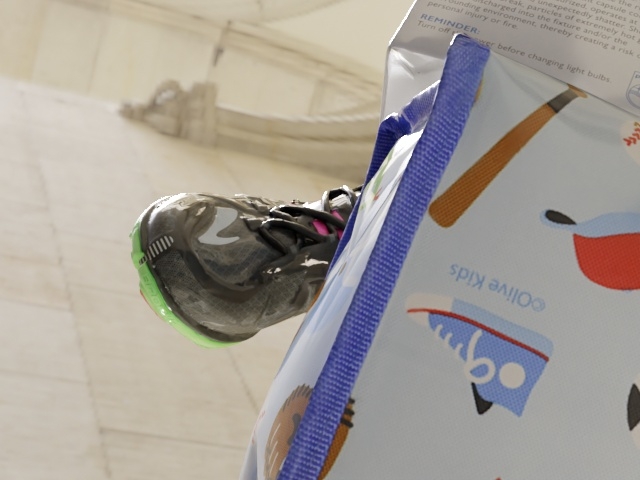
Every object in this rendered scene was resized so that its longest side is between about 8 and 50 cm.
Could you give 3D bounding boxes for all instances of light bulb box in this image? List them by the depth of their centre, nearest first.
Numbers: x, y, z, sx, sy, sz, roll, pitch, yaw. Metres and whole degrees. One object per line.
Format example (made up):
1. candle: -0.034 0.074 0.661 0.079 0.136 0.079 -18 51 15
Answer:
1. light bulb box: 0.217 -0.137 1.130 0.358 0.225 0.361 93 21 -53

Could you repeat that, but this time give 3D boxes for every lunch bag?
1. lunch bag: 0.118 0.154 0.554 0.239 0.327 0.386 124 -10 -80

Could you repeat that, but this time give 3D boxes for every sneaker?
1. sneaker: 0.000 0.000 1.355 0.202 0.482 0.185 -38 -114 40
